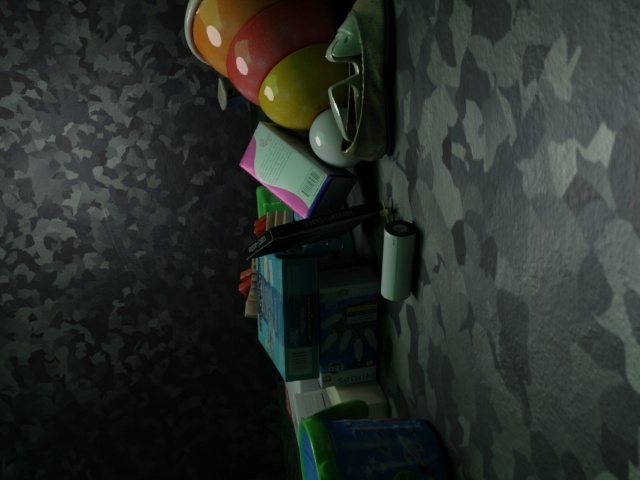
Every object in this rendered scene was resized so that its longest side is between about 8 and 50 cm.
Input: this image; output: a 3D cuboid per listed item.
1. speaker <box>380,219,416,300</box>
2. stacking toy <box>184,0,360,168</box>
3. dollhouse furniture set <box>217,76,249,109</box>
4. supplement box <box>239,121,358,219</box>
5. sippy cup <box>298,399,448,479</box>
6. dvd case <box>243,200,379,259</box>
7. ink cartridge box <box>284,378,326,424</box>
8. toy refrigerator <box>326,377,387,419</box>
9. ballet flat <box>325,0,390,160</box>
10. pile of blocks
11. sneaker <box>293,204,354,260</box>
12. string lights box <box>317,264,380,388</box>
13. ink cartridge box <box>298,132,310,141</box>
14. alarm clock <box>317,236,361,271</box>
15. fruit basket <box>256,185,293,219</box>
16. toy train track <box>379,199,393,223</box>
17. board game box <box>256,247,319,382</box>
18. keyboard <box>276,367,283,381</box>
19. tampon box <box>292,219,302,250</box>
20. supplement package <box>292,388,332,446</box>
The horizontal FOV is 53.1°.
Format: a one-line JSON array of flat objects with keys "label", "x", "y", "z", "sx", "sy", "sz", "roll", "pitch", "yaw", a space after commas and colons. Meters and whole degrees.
[{"label": "speaker", "x": 0.134, "y": 0.037, "z": 1.108, "sx": 0.055, "sy": 0.055, "sz": 0.136, "roll": -113, "pitch": 19, "yaw": -56}, {"label": "stacking toy", "x": -0.042, "y": -0.347, "z": 1.353, "sx": 0.480, "sy": 0.350, "sz": 0.351, "roll": 60, "pitch": 162, "yaw": 17}, {"label": "dollhouse furniture set", "x": -0.147, "y": -0.347, "z": 1.834, "sx": 0.286, "sy": 0.198, "sz": 0.304, "roll": 132, "pitch": 117, "yaw": -75}, {"label": "supplement box", "x": -0.049, "y": -0.146, "z": 1.356, "sx": 0.220, "sy": 0.114, "sz": 0.111, "roll": 40, "pitch": 114, "yaw": 24}, {"label": "sippy cup", "x": 0.092, "y": 0.410, "z": 1.110, "sx": 0.240, "sy": 0.223, "sz": 0.306, "roll": 102, "pitch": 158, "yaw": -62}, {"label": "dvd case", "x": -0.021, "y": -0.019, "z": 1.301, "sx": 0.179, "sy": 0.238, "sz": 0.030, "roll": -32, "pitch": 75, "yaw": 63}, {"label": "ink cartridge box", "x": -0.016, "y": 0.324, "z": 1.777, "sx": 0.279, "sy": 0.160, "sz": 0.385, "roll": -147, "pitch": 51, "yaw": -75}, {"label": "toy refrigerator", "x": 0.069, "y": 0.335, "z": 1.508, "sx": 0.269, "sy": 0.102, "sz": 0.094, "roll": -119, "pitch": 24, "yaw": -61}, {"label": "ballet flat", "x": 0.066, "y": -0.293, "z": 1.120, "sx": 0.107, "sy": 0.106, "sz": 0.316, "roll": -133, "pitch": 38, "yaw": -72}, {"label": "pile of blocks", "x": -0.155, "y": 0.087, "z": 1.712, "sx": 0.149, "sy": 0.112, "sz": 0.363, "roll": -123, "pitch": 40, "yaw": -72}, {"label": "sneaker", "x": 0.000, "y": 0.000, "z": 1.609, "sx": 0.208, "sy": 0.127, "sz": 0.319, "roll": 120, "pitch": 152, "yaw": -69}, {"label": "string lights box", "x": 0.055, "y": 0.190, "z": 1.402, "sx": 0.077, "sy": 0.133, "sz": 0.260, "roll": -117, "pitch": 23, "yaw": -60}, {"label": "ink cartridge box", "x": -0.028, "y": -0.242, "z": 1.545, "sx": 0.191, "sy": 0.139, "sz": 0.082, "roll": 123, "pitch": 138, "yaw": -73}, {"label": "alarm clock", "x": 0.037, "y": 0.078, "z": 1.429, "sx": 0.064, "sy": 0.129, "sz": 0.192, "roll": -117, "pitch": 20, "yaw": -61}, {"label": "fruit basket", "x": -0.122, "y": -0.105, "z": 2.201, "sx": 0.353, "sy": 0.165, "sz": 0.327, "roll": -83, "pitch": -8, "yaw": -67}, {"label": "toy train track", "x": 0.125, "y": -0.054, "z": 1.211, "sx": 0.083, "sy": 0.014, "sz": 0.048, "roll": 172, "pitch": 84, "yaw": -85}, {"label": "board game box", "x": -0.081, "y": 0.143, "z": 1.457, "sx": 0.336, "sy": 0.079, "sz": 0.254, "roll": -155, "pitch": 63, "yaw": -74}, {"label": "keyboard", "x": -0.113, "y": 0.323, "z": 1.796, "sx": 0.108, "sy": 0.023, "sz": 0.180, "roll": -98, "pitch": 8, "yaw": -47}, {"label": "tampon box", "x": -0.072, "y": -0.005, "z": 1.862, "sx": 0.120, "sy": 0.160, "sz": 0.102, "roll": 128, "pitch": 134, "yaw": -75}, {"label": "supplement package", "x": 0.027, "y": 0.433, "z": 1.574, "sx": 0.105, "sy": 0.179, "sz": 0.105, "roll": 95, "pitch": 164, "yaw": -47}]
